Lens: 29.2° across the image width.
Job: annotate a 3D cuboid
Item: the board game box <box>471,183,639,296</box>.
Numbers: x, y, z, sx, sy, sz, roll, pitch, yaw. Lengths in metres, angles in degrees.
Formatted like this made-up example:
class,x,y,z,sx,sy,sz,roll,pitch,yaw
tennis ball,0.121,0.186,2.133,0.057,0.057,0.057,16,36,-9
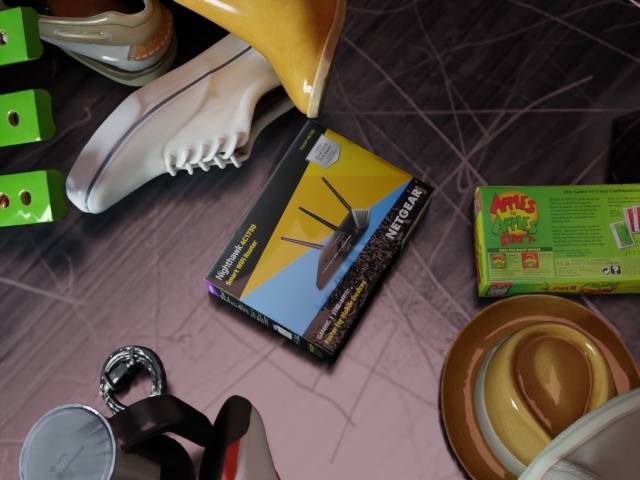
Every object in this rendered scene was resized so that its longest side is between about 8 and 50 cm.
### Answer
class,x,y,z,sx,sy,sz,roll,pitch,yaw
board game box,0.230,0.000,1.097,0.181,0.043,0.092,-1,70,-2

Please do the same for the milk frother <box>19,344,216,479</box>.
class,x,y,z,sx,sy,sz,roll,pitch,yaw
milk frother,-0.171,0.149,0.981,0.143,0.135,0.129,38,88,28

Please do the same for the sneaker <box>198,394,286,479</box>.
class,x,y,z,sx,sy,sz,roll,pitch,yaw
sneaker,-0.025,0.262,0.983,0.144,0.090,0.270,10,59,-16

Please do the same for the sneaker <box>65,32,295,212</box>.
class,x,y,z,sx,sy,sz,roll,pitch,yaw
sneaker,-0.107,-0.102,1.097,0.258,0.094,0.091,-41,72,-14

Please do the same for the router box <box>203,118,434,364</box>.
class,x,y,z,sx,sy,sz,roll,pitch,yaw
router box,0.000,0.000,1.090,0.133,0.046,0.179,29,73,9

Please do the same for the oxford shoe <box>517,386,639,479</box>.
class,x,y,z,sx,sy,sz,roll,pitch,yaw
oxford shoe,0.175,0.270,0.913,0.449,0.130,0.169,-36,117,-22

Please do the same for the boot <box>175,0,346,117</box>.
class,x,y,z,sx,sy,sz,roll,pitch,yaw
boot,-0.092,-0.210,1.036,0.211,0.104,0.295,12,33,-11

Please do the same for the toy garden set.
class,x,y,z,sx,sy,sz,roll,pitch,yaw
toy garden set,-0.310,-0.134,1.083,0.203,0.049,0.244,-4,96,33

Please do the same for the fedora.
class,x,y,z,sx,sy,sz,roll,pitch,yaw
fedora,0.194,0.131,1.032,0.194,0.079,0.194,0,72,-1

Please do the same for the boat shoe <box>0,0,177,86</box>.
class,x,y,z,sx,sy,sz,roll,pitch,yaw
boat shoe,-0.274,-0.247,1.139,0.302,0.103,0.113,20,71,6
